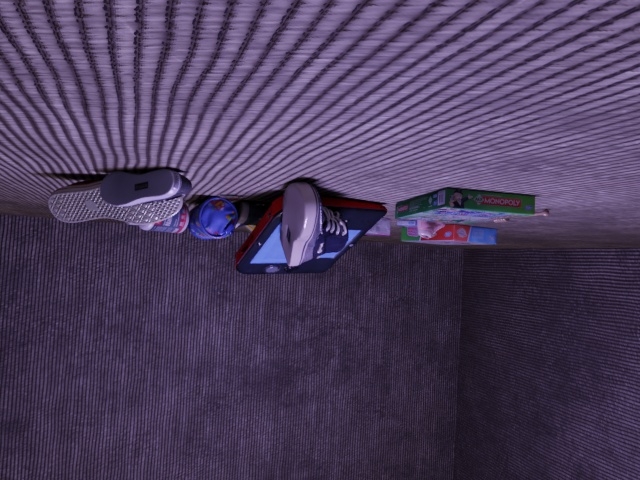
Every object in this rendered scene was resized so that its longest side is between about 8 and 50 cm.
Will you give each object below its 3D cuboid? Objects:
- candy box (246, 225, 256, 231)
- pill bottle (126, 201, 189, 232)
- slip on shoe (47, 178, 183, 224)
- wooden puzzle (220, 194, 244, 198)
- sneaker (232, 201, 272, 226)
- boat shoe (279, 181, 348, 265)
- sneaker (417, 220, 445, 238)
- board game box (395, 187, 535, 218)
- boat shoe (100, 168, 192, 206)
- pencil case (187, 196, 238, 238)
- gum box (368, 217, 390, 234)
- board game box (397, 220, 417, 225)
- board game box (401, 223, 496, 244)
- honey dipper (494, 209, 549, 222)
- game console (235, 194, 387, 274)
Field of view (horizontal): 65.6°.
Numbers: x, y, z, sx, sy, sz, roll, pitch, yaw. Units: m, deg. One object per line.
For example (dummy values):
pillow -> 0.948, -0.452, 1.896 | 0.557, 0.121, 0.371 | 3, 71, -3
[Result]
candy box -> -0.246, -0.039, 1.854 | 0.206, 0.027, 0.105 | 41, 168, -10
pill bottle -> -0.517, -0.082, 1.562 | 0.108, 0.107, 0.180 | 1, 177, 43
slip on shoe -> -0.490, -0.106, 1.209 | 0.332, 0.123, 0.101 | -2, -151, 11
wooden puzzle -> -0.252, -0.124, 1.411 | 0.083, 0.006, 0.049 | 2, 177, 23
sneaker -> -0.207, -0.073, 1.618 | 0.164, 0.086, 0.226 | 6, 177, -23
boat shoe -> -0.003, -0.049, 1.203 | 0.158, 0.127, 0.340 | -14, 162, -16
sneaker -> 0.397, -0.040, 1.791 | 0.134, 0.070, 0.051 | 4, 176, -38
board game box -> 0.338, -0.079, 1.226 | 0.214, 0.046, 0.317 | 3, 178, -12
boat shoe -> -0.378, -0.115, 1.081 | 0.229, 0.080, 0.076 | -6, 172, 27
pencil case -> -0.344, -0.062, 1.575 | 0.133, 0.119, 0.306 | 42, 166, -15
gum box -> 0.161, -0.055, 1.803 | 0.107, 0.062, 0.188 | 1, 177, 38
board game box -> 0.351, -0.063, 1.884 | 0.090, 0.020, 0.090 | 3, 178, 35
board game box -> 0.533, -0.021, 2.086 | 0.242, 0.064, 0.317 | 5, 177, -31
honey dipper -> 0.554, -0.068, 1.374 | 0.031, 0.030, 0.161 | 5, 176, -35
game console -> -0.039, -0.001, 1.439 | 0.342, 0.060, 0.386 | 6, 147, -30
